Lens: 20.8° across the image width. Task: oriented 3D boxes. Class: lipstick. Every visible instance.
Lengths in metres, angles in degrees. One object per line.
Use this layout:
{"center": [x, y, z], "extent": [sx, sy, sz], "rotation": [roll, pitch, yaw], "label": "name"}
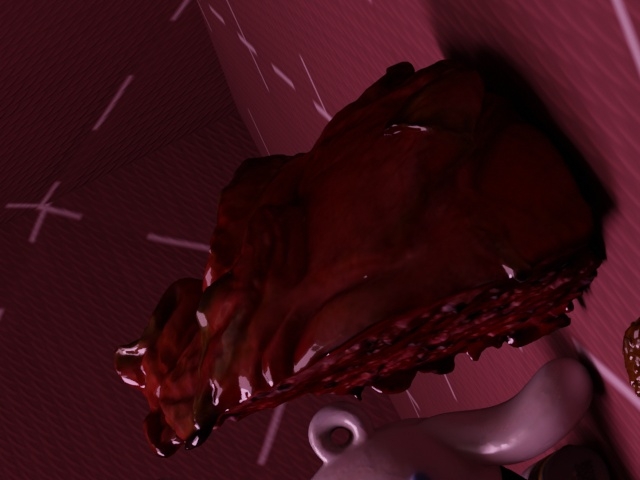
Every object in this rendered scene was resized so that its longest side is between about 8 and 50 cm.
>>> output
{"center": [0.218, 0.223, 1.595], "extent": [0.059, 0.059, 0.264], "rotation": [63, 177, 10], "label": "lipstick"}

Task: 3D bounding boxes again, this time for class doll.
{"center": [0.079, 0.299, 1.404], "extent": [0.187, 0.376, 0.365], "rotation": [-33, -77, -56], "label": "doll"}

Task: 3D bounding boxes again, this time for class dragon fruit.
{"center": [-0.003, -0.009, 1.163], "extent": [0.286, 0.329, 0.228], "rotation": [77, 173, -78], "label": "dragon fruit"}

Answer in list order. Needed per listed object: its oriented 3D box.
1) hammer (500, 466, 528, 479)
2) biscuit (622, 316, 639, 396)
{"center": [0.273, 0.364, 1.488], "extent": [0.427, 0.044, 0.152], "rotation": [52, 173, 13], "label": "hammer"}
{"center": [0.227, 0.118, 1.027], "extent": [0.206, 0.025, 0.126], "rotation": [60, 174, 41], "label": "biscuit"}
